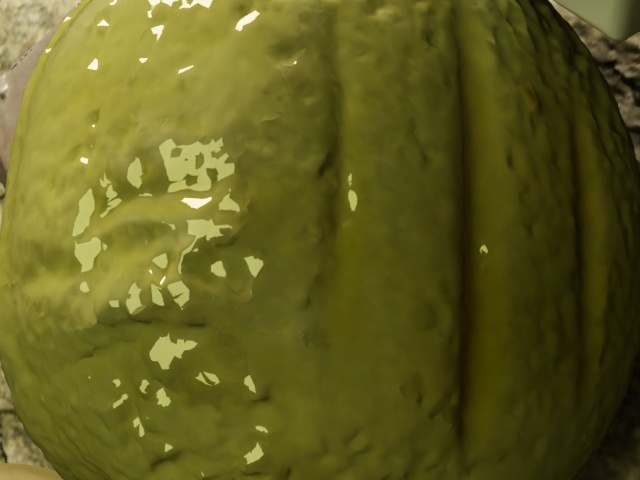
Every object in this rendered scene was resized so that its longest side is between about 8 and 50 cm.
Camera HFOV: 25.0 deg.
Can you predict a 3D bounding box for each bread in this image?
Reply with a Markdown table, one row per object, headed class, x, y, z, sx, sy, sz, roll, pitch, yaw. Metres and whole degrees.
| class | x | y | z | sx | sy | sz | roll | pitch | yaw |
| --- | --- | --- | --- | --- | --- | --- | --- | --- | --- |
| bread | 0.009 | -0.001 | 0.693 | 0.237 | 0.320 | 0.320 | -9 | 74 | 39 |

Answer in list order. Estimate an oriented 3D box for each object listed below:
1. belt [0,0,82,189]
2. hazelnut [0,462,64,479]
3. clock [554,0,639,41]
| class | x | y | z | sx | sy | sz | roll | pitch | yaw |
| --- | --- | --- | --- | --- | --- | --- | --- | --- | --- |
| belt | -0.126 | -0.081 | 0.920 | 0.201 | 0.128 | 0.124 | -41 | 57 | 17 |
| hazelnut | -0.195 | 0.257 | 0.855 | 0.261 | 0.261 | 0.241 | -8 | 106 | 35 |
| clock | 0.162 | -0.217 | 0.706 | 0.262 | 0.116 | 0.231 | -33 | 58 | -18 |
